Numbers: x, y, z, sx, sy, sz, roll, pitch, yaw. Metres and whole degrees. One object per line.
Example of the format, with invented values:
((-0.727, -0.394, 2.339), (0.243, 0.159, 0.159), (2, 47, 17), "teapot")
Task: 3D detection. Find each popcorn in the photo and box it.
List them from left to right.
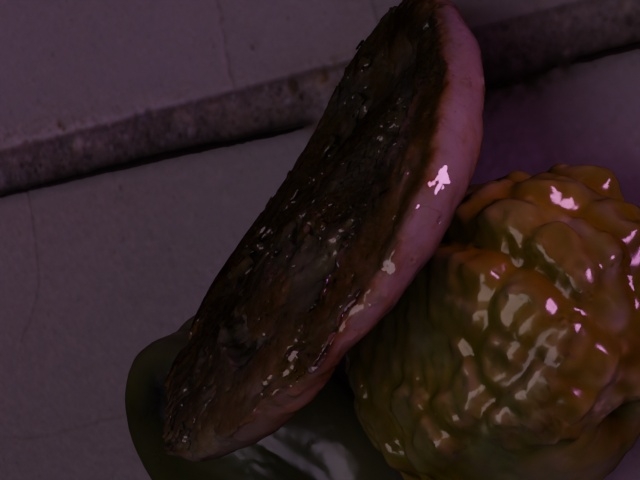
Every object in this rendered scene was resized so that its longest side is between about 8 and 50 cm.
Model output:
((0.116, 0.072, 1.202), (0.225, 0.173, 0.286), (56, 133, 36), "popcorn")

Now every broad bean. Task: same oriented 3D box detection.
((-0.038, 0.168, 1.372), (0.263, 0.121, 0.189), (37, 123, 27), "broad bean")

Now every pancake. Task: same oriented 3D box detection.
((-0.002, -0.001, 1.216), (0.065, 0.356, 0.356), (34, 125, -13), "pancake")
